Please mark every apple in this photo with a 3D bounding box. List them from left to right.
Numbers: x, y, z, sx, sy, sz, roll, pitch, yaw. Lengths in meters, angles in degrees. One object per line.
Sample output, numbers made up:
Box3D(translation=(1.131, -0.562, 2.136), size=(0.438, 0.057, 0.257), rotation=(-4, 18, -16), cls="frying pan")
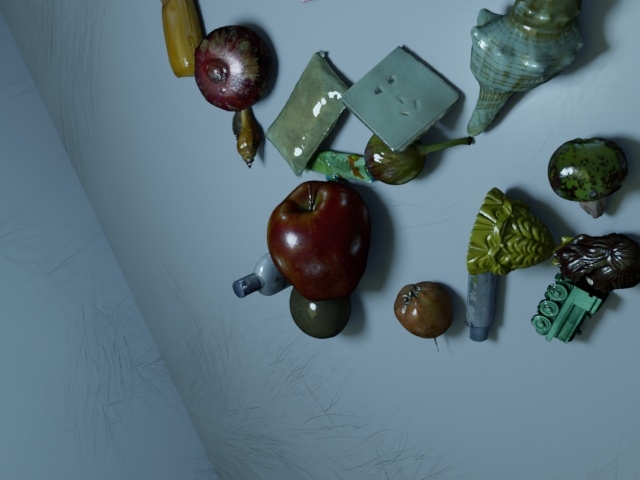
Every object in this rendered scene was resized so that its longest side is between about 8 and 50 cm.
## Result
Box3D(translation=(0.000, 0.000, 1.534), size=(0.288, 0.288, 0.317), rotation=(25, 141, 38), cls="apple")

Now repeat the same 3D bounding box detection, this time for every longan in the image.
Box3D(translation=(0.001, 0.196, 1.703), size=(0.212, 0.197, 0.198), rotation=(20, 124, 60), cls="longan")

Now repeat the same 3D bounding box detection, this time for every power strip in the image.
Box3D(translation=(0.181, -0.311, 1.299), size=(0.213, 0.198, 0.064), rotation=(49, 177, 21), cls="power strip")

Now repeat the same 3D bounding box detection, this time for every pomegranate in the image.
Box3D(translation=(0.502, -0.123, 1.075), size=(0.138, 0.163, 0.126), rotation=(-7, 65, 34), cls="pomegranate")

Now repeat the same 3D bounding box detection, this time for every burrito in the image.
Box3D(translation=(0.043, -0.192, 1.571), size=(0.287, 0.054, 0.104), rotation=(17, 122, 40), cls="burrito")

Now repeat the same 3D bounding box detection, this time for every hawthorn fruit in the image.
Box3D(translation=(0.269, 0.181, 1.465), size=(0.149, 0.149, 0.189), rotation=(26, 166, 37), cls="hawthorn fruit")

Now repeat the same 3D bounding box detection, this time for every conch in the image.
Box3D(translation=(-0.226, -0.339, 1.776), size=(0.086, 0.080, 0.233), rotation=(-26, 65, 38), cls="conch")
Box3D(translation=(0.350, -0.354, 1.077), size=(0.386, 0.169, 0.203), rotation=(-46, 48, 46), cls="conch")

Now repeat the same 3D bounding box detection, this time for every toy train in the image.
Box3D(translation=(0.518, 0.146, 1.209), size=(0.111, 0.071, 0.171), rotation=(31, 129, 25), cls="toy train")

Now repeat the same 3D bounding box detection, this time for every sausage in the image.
Box3D(translation=(-0.442, -0.695, 1.800), size=(0.134, 0.115, 0.354), rotation=(11, 115, 60), cls="sausage")

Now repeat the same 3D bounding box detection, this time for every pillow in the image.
Box3D(translation=(-0.032, -0.335, 1.534), size=(0.185, 0.074, 0.302), rotation=(54, 127, 22), cls="pillow")

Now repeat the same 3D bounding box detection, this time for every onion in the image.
Box3D(translation=(-0.256, -0.491, 1.640), size=(0.246, 0.190, 0.247), rotation=(10, 112, 25), cls="onion")

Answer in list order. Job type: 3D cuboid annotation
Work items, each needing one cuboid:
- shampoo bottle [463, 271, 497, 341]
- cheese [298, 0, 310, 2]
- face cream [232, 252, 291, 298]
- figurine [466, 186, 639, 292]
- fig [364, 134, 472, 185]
Box3D(translation=(0.379, 0.139, 1.356), size=(0.072, 0.072, 0.214), rotation=(19, 121, 41), cls="shampoo bottle")
Box3D(translation=(-0.065, -0.681, 1.437), size=(0.244, 0.062, 0.155), rotation=(25, 125, 39), cls="cheese")
Box3D(translation=(-0.134, 0.095, 1.715), size=(0.071, 0.291, 0.144), rotation=(25, 127, 37), cls="face cream")
Box3D(translation=(0.475, 0.019, 1.145), size=(0.315, 0.187, 0.168), rotation=(17, 148, 32), cls="figurine")
Box3D(translation=(0.222, -0.202, 1.318), size=(0.245, 0.149, 0.149), rotation=(-8, 103, 37), cls="fig")
